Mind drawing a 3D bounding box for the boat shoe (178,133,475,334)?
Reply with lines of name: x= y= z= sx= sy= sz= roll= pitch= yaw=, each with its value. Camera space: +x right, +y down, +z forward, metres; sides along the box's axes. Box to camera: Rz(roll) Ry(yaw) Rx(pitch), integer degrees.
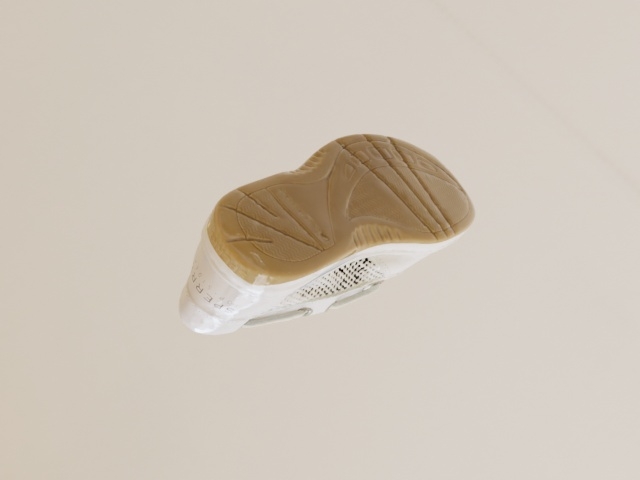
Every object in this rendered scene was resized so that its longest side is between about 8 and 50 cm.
boat shoe: x=0.000 y=0.000 z=1.307 sx=0.098 sy=0.277 sz=0.096 roll=51 pitch=-55 yaw=18
